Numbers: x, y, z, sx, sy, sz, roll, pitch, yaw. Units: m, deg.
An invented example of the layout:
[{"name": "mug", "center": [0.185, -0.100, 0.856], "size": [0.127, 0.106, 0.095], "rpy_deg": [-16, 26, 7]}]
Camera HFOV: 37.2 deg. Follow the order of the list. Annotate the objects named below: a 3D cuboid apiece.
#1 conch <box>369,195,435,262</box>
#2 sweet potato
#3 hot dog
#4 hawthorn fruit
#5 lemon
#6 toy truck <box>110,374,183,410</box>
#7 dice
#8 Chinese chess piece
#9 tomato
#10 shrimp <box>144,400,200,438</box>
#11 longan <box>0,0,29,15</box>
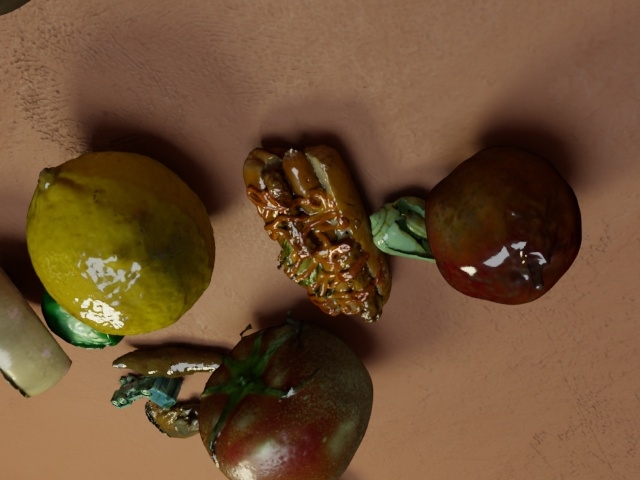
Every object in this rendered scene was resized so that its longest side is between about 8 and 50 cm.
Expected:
[{"name": "conch", "center": [0.151, -0.015, 1.381], "size": [0.170, 0.079, 0.106], "rpy_deg": [17, 149, -23]}, {"name": "sweet potato", "center": [-0.276, 0.236, 1.832], "size": [0.273, 0.067, 0.067], "rpy_deg": [-1, 136, 19]}, {"name": "hot dog", "center": [0.000, 0.000, 1.415], "size": [0.158, 0.117, 0.349], "rpy_deg": [-2, 136, 24]}, {"name": "hawthorn fruit", "center": [0.243, -0.005, 1.208], "size": [0.208, 0.248, 0.208], "rpy_deg": [-4, 111, -11]}, {"name": "lemon", "center": [-0.299, 0.000, 1.426], "size": [0.268, 0.268, 0.322], "rpy_deg": [-4, 133, 25]}, {"name": "toy truck", "center": [-0.358, 0.314, 1.946], "size": [0.175, 0.067, 0.081], "rpy_deg": [-25, 124, 40]}, {"name": "dice", "center": [-0.410, 0.112, 1.698], "size": [0.128, 0.120, 0.131], "rpy_deg": [8, 136, 15]}, {"name": "Chinese chess piece", "center": [-0.568, 0.158, 1.722], "size": [0.270, 0.112, 0.270], "rpy_deg": [47, 163, 19]}, {"name": "tomato", "center": [-0.053, 0.291, 1.633], "size": [0.303, 0.304, 0.239], "rpy_deg": [-21, 130, 37]}, {"name": "shrimp", "center": [-0.272, 0.358, 1.966], "size": [0.117, 0.066, 0.262], "rpy_deg": [40, 134, -24]}, {"name": "longan", "center": [-0.400, -0.354, 1.133], "size": [0.189, 0.189, 0.189], "rpy_deg": [11, 139, 9]}]
